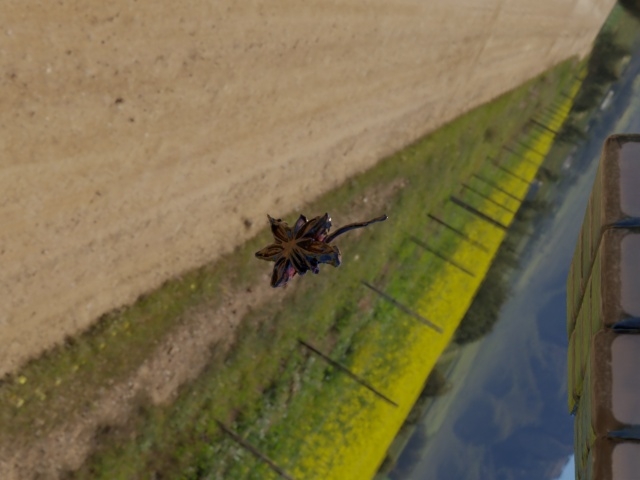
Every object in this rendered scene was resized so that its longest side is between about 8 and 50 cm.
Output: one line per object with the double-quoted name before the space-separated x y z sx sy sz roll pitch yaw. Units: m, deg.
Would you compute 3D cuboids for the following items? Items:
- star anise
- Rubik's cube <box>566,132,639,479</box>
"star anise" 0.000 0.000 1.187 0.070 0.191 0.097 35 41 -54
"Rubik's cube" 0.395 0.129 0.754 0.344 0.344 0.337 63 31 -63
